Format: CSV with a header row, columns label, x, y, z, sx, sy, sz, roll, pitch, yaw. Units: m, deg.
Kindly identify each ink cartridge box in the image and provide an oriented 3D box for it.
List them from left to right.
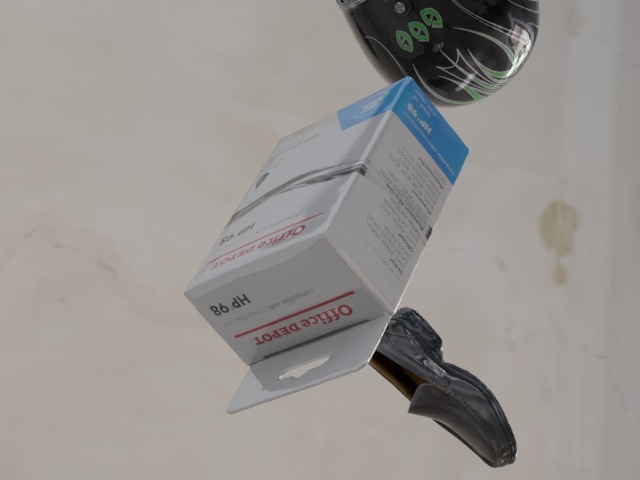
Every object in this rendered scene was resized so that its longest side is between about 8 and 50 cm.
label,x,y,z,sx,sy,sz,roll,pitch,yaw
ink cartridge box,0.000,0.000,0.806,0.060,0.104,0.180,51,-140,-20

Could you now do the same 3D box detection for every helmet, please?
label,x,y,z,sx,sy,sz,roll,pitch,yaw
helmet,0.110,-0.194,1.320,0.161,0.169,0.169,42,-113,-19

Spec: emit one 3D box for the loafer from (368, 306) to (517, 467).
label,x,y,z,sx,sy,sz,roll,pitch,yaw
loafer,0.097,0.133,1.292,0.061,0.170,0.062,-26,-34,-28
